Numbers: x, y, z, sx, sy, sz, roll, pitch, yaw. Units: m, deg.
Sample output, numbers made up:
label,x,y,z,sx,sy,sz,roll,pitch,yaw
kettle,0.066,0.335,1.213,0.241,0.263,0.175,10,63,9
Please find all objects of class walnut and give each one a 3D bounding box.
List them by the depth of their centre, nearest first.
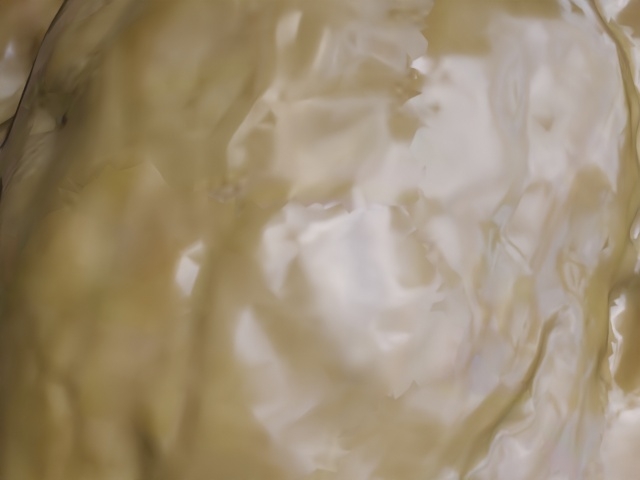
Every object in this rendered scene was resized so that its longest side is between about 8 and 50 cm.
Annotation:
label,x,y,z,sx,sy,sz,roll,pitch,yaw
walnut,-0.003,0.014,0.770,0.383,0.383,0.384,3,90,-71
